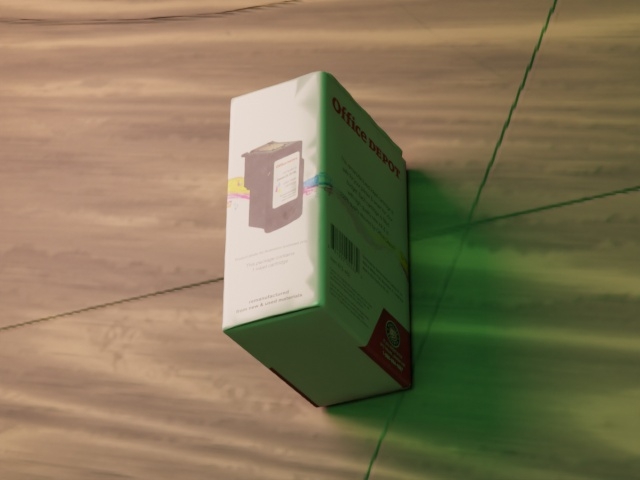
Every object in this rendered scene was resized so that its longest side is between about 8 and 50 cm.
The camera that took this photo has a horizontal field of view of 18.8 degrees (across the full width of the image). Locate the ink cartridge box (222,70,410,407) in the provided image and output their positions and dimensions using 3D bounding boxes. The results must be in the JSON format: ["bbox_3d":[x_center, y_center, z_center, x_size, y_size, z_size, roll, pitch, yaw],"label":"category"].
[{"bbox_3d":[0.000,0.000,1.245,0.072,0.127,0.175,-15,56,24],"label":"ink cartridge box"}]
